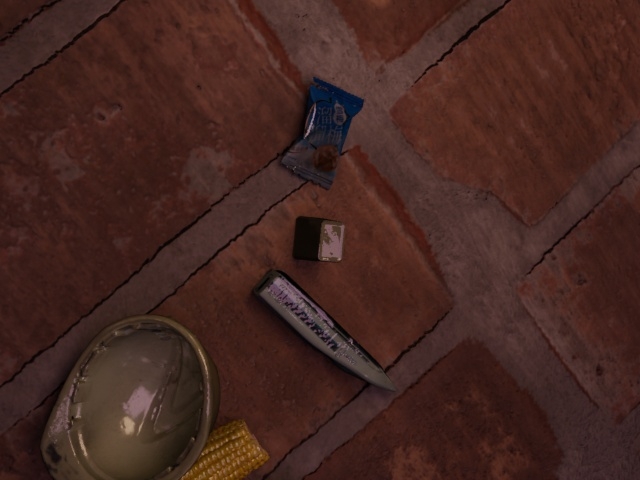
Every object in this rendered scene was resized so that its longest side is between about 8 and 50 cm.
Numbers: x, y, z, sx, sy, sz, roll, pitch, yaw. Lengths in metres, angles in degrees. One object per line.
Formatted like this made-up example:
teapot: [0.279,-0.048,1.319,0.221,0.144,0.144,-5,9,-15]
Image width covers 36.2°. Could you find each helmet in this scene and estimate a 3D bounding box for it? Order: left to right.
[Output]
helmet: [-0.213,0.216,1.235,0.204,0.137,0.258,40,97,19]

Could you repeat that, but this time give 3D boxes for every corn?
corn: [-0.186,0.319,1.275,0.248,0.081,0.081,-29,102,-16]

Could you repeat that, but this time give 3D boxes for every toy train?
toy train: [0.012,0.140,1.350,0.252,0.055,0.048,45,78,-15]

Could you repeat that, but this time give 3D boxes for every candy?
candy: [0.001,-0.146,1.344,0.088,0.038,0.136,20,93,-33]

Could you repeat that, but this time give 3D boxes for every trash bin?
trash bin: [0.000,0.000,1.319,0.043,0.092,0.061,5,91,-22]
